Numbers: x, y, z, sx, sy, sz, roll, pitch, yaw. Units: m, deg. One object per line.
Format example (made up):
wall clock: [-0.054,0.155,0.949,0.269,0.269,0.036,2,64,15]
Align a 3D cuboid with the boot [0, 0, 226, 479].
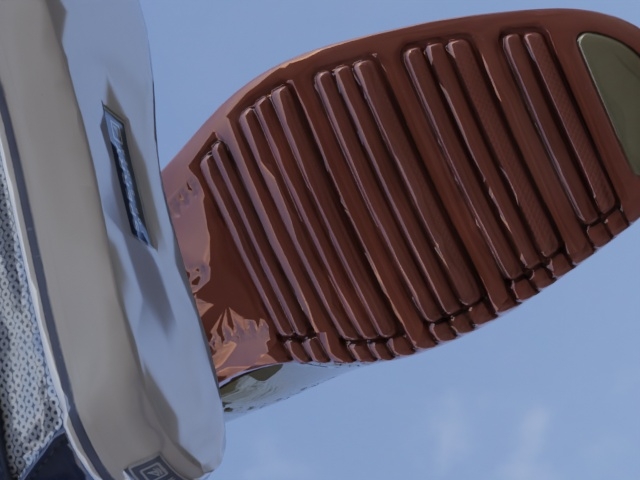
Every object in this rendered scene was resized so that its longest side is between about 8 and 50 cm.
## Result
boot: [-0.086,-0.018,0.427,0.069,0.086,0.190,45,-152,-58]

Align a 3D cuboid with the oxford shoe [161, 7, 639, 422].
oxford shoe: [0.000,0.000,0.852,0.146,0.397,0.140,-5,-105,-62]
